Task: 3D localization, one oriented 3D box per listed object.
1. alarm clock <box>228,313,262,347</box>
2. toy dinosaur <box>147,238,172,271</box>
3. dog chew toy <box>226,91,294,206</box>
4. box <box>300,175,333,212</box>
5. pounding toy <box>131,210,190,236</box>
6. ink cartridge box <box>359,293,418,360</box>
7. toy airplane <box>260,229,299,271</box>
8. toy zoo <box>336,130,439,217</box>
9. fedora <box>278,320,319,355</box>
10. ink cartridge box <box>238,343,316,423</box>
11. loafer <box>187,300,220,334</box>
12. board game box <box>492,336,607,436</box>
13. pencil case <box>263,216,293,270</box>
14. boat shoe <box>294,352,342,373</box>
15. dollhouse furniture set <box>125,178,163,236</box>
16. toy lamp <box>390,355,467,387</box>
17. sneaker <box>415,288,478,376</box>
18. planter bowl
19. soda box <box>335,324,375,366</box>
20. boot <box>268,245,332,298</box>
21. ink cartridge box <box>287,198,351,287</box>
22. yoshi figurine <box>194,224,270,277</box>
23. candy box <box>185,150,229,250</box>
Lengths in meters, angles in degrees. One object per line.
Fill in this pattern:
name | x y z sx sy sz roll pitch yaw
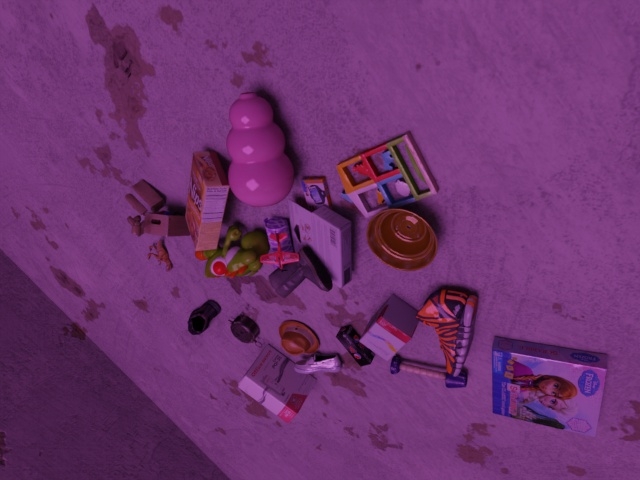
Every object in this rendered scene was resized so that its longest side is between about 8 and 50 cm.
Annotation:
alarm clock | -0.332 0.420 2.065 0.192 0.064 0.129 48 133 -13
toy dinosaur | -0.711 0.047 2.022 0.112 0.064 0.212 3 136 7
dog chew toy | -0.193 -0.275 1.377 0.206 0.206 0.332 6 118 27
box | -0.009 -0.141 1.477 0.081 0.028 0.136 2 122 29
pounding toy | -0.645 -0.071 1.778 0.180 0.206 0.094 8 95 26
ink cartridge box | 0.242 0.306 1.591 0.127 0.128 0.176 34 133 4
toy airplane | -0.142 0.035 1.555 0.151 0.028 0.151 5 104 20
toy zoo | 0.174 -0.178 1.339 0.293 0.030 0.192 -17 113 38
fedora | -0.104 0.430 1.922 0.194 0.079 0.195 15 129 20
ink cartridge box | -0.193 0.638 2.041 0.283 0.207 0.117 35 132 3
loafer | -0.576 0.382 2.153 0.109 0.095 0.302 43 133 -4
board game box | 0.724 0.472 1.472 0.317 0.066 0.319 4 125 28
pencil case | -0.146 0.017 1.638 0.088 0.086 0.206 19 129 33
boat shoe | -0.015 0.514 1.943 0.226 0.083 0.076 -9 108 22
dollhouse furniture set | -0.732 -0.130 1.853 0.123 0.144 0.151 43 153 10
toy lamp | 0.395 0.484 1.668 0.274 0.080 0.080 4 124 27
sneaker | 0.407 0.292 1.506 0.179 0.124 0.322 14 118 27
planter bowl | 0.254 -0.021 1.367 0.217 0.090 0.217 16 130 21
soda box | 0.137 0.413 1.784 0.060 0.053 0.169 -27 106 42
boot | -0.074 0.143 1.576 0.208 0.076 0.190 -43 69 27
ink cartridge box | 0.000 0.000 1.538 0.238 0.060 0.275 34 144 34
yoshi figurine | -0.314 0.048 1.737 0.362 0.203 0.203 -2 82 48
candy box | -0.407 -0.135 1.615 0.183 0.087 0.317 62 145 34
